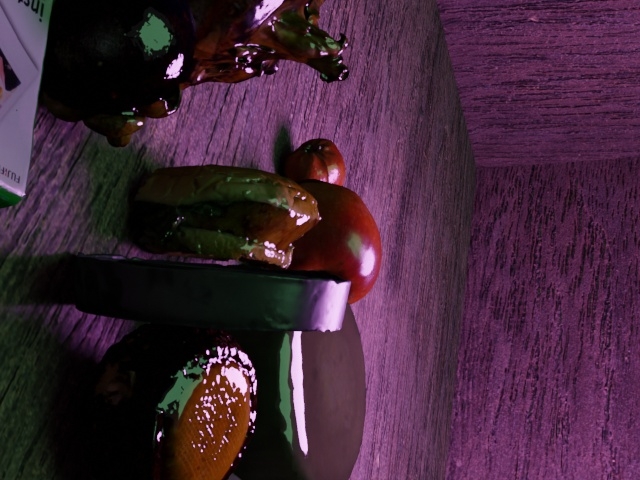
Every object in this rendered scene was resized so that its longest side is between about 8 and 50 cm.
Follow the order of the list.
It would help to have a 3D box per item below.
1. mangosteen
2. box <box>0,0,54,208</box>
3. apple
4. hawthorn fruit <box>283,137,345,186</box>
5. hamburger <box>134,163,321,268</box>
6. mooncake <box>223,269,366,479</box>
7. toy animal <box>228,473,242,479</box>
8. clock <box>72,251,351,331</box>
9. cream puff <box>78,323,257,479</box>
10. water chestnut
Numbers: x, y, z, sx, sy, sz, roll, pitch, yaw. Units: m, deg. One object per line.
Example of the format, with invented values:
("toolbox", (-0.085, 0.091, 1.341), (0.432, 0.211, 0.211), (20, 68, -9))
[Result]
("mangosteen", (-0.237, -0.202, 1.068), (0.194, 0.194, 0.230), (-55, 156, -61))
("box", (-0.341, -0.165, 0.870), (0.180, 0.103, 0.250), (42, 48, -64))
("apple", (0.000, 0.000, 1.653), (0.230, 0.230, 0.229), (-3, 90, -71))
("hawthorn fruit", (-0.008, -0.129, 1.795), (0.128, 0.128, 0.128), (-3, 90, -71))
("hamburger", (-0.114, -0.031, 1.342), (0.309, 0.211, 0.132), (20, 73, -71))
("mooncake", (-0.069, 0.218, 1.455), (0.356, 0.194, 0.356), (-6, 90, -68))
("toy animal", (-0.100, 0.363, 1.253), (0.125, 0.251, 0.127), (-63, 145, -49))
("clock", (-0.128, 0.059, 1.122), (0.325, 0.325, 0.067), (8, 87, -70))
("cream puff", (-0.186, 0.206, 1.133), (0.239, 0.165, 0.239), (-32, 128, -52))
("water chestnut", (-0.101, -0.325, 1.258), (0.347, 0.335, 0.335), (51, 24, -2))
